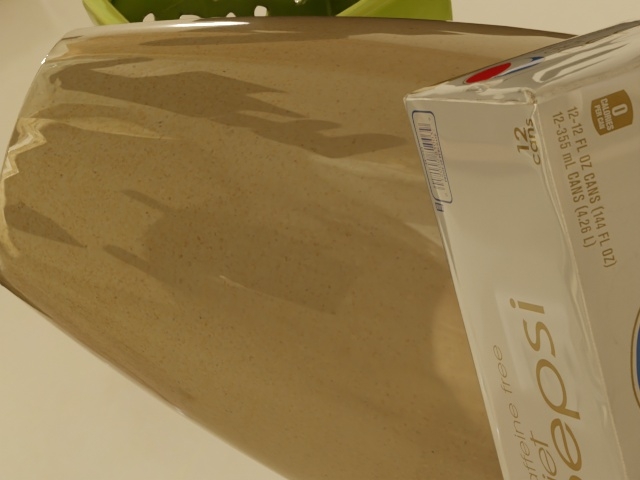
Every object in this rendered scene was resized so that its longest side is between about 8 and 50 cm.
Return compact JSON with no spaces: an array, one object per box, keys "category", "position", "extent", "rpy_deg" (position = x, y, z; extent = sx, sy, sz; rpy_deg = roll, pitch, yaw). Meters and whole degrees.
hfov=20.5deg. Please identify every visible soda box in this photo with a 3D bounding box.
[{"category":"soda box","position":[0.092,0.055,0.445],"extent":[0.069,0.074,0.216],"rpy_deg":[15,-58,66]}]

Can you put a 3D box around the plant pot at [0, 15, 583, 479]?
[{"category":"plant pot","position":[0.000,0.000,0.809],"extent":[0.274,0.256,0.256],"rpy_deg":[16,-57,5]}]

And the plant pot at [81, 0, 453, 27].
[{"category":"plant pot","position":[-0.024,-0.132,1.430],"extent":[0.228,0.227,0.207],"rpy_deg":[43,-20,47]}]
